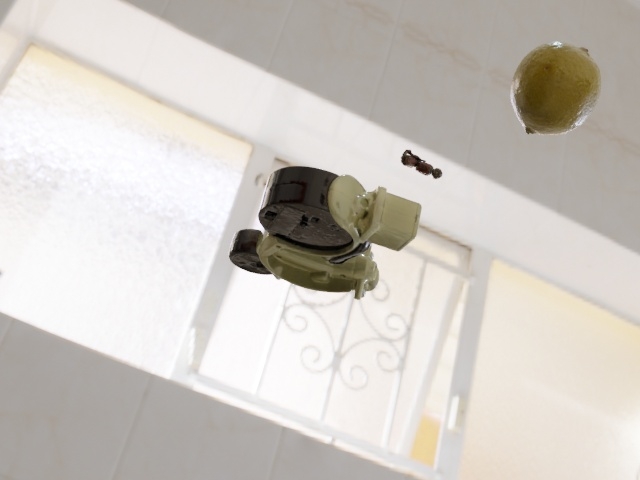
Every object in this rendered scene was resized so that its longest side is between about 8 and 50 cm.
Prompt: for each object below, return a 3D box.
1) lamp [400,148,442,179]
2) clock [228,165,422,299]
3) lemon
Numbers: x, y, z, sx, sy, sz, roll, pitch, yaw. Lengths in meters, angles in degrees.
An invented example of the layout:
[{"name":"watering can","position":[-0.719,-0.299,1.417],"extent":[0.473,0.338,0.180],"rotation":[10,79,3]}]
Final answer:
[{"name":"lamp","position":[0.185,-0.136,1.642],"extent":[0.083,0.031,0.063],"rotation":[29,6,2]},{"name":"clock","position":[0.000,0.000,1.551],"extent":[0.277,0.120,0.379],"rotation":[18,-22,-8]},{"name":"lemon","position":[0.472,-0.303,1.822],"extent":[0.178,0.178,0.203],"rotation":[26,-73,-15]}]
